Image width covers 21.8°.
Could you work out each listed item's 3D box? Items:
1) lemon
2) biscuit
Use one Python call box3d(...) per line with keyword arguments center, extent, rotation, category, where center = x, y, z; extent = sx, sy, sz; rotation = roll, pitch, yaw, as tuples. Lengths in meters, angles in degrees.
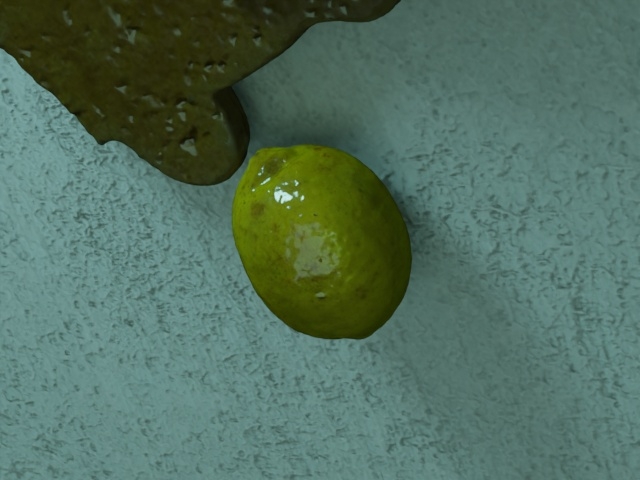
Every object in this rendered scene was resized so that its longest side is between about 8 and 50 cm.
box3d(center=(0.000, 0.000, 1.626), extent=(0.170, 0.170, 0.207), rotation=(-13, 115, 30), category="lemon")
box3d(center=(-0.144, -0.265, 1.570), extent=(0.368, 0.076, 0.394), rotation=(42, 125, -7), category="biscuit")
